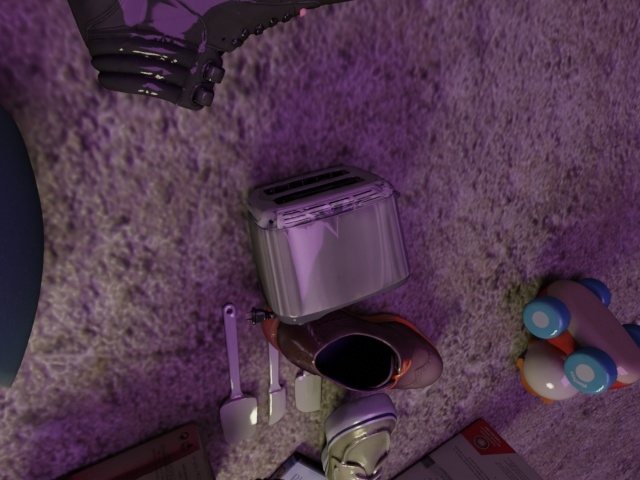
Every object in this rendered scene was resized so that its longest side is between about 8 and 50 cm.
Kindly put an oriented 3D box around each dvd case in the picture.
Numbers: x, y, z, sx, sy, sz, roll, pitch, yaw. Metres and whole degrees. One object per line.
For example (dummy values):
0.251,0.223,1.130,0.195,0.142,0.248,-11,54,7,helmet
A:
-0.074,0.506,0.816,0.253,0.022,0.180,-46,124,-2,dvd case

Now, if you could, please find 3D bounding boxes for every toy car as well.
0.460,0.218,0.884,0.219,0.210,0.238,-9,145,-37,toy car

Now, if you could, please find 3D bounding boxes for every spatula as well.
-0.072,0.187,0.674,0.168,0.019,0.242,-10,116,-22,spatula

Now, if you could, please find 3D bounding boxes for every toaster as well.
0.000,0.000,0.561,0.226,0.129,0.147,-17,115,-16,toaster

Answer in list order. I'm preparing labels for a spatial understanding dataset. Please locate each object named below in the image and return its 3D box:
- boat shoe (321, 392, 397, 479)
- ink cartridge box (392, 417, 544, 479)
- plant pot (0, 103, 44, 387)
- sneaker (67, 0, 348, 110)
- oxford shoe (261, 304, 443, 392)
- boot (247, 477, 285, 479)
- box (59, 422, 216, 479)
0.063,0.329,0.695,0.108,0.094,0.303,-10,141,-13,boat shoe
0.287,0.523,0.898,0.272,0.197,0.114,-27,122,-13,ink cartridge box
-0.331,-0.031,0.319,0.290,0.290,0.196,30,61,-33,plant pot
-0.086,-0.207,0.442,0.295,0.105,0.147,-8,117,-17,sneaker
0.082,0.182,0.674,0.363,0.132,0.130,23,97,-37,oxford shoe
-0.132,0.434,0.570,0.235,0.089,0.270,8,111,-19,boot
-0.252,0.381,0.607,0.232,0.127,0.149,-18,121,-18,box
